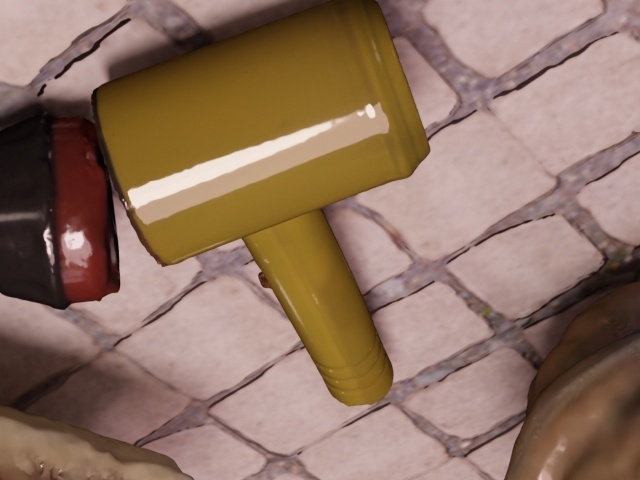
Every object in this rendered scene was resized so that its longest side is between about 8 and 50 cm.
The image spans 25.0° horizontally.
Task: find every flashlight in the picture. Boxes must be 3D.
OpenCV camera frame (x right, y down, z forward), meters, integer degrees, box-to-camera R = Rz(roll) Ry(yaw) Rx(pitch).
[{"bbox_3d":[-0.211,-0.005,0.661,0.232,0.093,0.093,-5,136,-5],"label":"flashlight"}]

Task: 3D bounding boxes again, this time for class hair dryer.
[{"bbox_3d":[0.000,0.000,0.728,0.135,0.090,0.279,-21,143,4],"label":"hair dryer"}]

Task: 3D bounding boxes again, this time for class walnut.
[{"bbox_3d":[0.220,0.145,0.801,0.248,0.248,0.248,-7,136,-7],"label":"walnut"}]

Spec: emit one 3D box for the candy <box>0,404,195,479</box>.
[{"bbox_3d":[-0.242,0.144,0.727,0.320,0.135,0.179,23,153,-31],"label":"candy"}]
